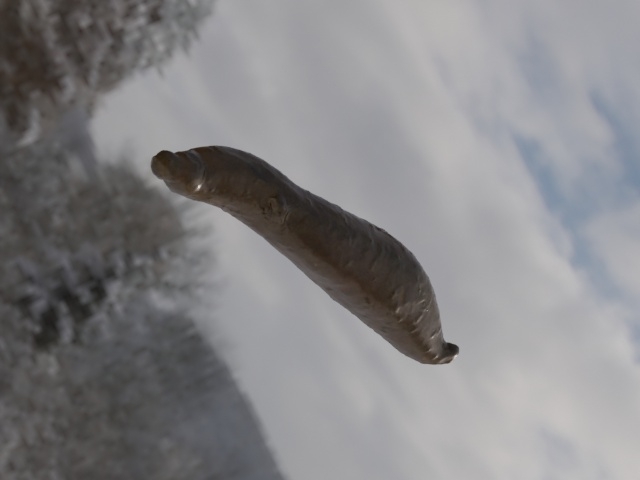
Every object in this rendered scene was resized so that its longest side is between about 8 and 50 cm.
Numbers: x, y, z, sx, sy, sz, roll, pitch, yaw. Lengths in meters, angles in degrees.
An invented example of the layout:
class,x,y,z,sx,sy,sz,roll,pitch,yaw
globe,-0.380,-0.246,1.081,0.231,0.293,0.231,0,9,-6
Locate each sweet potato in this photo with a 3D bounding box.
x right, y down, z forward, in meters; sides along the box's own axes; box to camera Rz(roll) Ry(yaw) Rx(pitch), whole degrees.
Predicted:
class,x,y,z,sx,sy,sz,roll,pitch,yaw
sweet potato,0.000,0.000,0.459,0.115,0.026,0.026,36,8,-33
